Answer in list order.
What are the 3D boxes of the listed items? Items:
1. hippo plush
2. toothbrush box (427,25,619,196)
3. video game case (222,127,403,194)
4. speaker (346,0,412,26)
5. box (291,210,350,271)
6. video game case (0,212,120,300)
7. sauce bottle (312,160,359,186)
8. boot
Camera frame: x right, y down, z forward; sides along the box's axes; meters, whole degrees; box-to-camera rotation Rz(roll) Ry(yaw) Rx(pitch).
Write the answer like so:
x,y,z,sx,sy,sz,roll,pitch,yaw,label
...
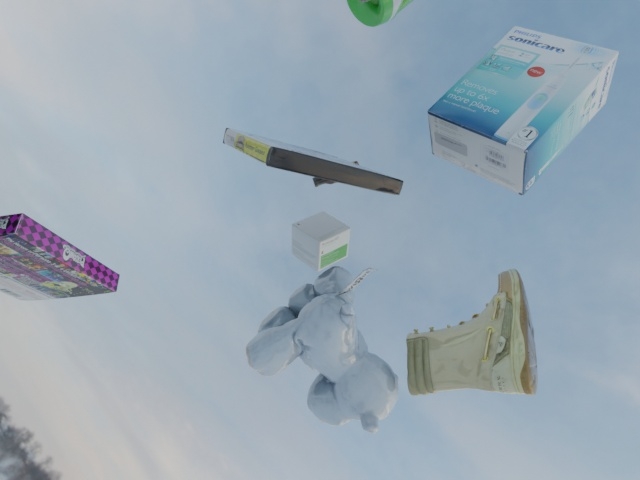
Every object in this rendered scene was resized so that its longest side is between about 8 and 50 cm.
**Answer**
x,y,z,sx,sy,sz,roll,pitch,yaw,label
0.046,0.192,0.849,0.294,0.234,0.237,-31,-79,34,hippo plush
0.389,-0.263,0.935,0.216,0.295,0.126,36,-18,35,toothbrush box
-0.021,-0.153,0.913,0.248,0.274,0.035,34,-68,56,video game case
0.191,-0.586,1.023,0.131,0.296,0.131,41,-18,17,speaker
0.000,0.000,1.112,0.102,0.101,0.087,32,-47,38,box
-0.494,0.037,0.790,0.210,0.042,0.232,-6,-28,14,video game case
0.042,-0.171,1.253,0.042,0.128,0.042,159,-90,-88,sauce bottle
0.254,0.155,0.819,0.203,0.262,0.095,-14,-59,28,boot
